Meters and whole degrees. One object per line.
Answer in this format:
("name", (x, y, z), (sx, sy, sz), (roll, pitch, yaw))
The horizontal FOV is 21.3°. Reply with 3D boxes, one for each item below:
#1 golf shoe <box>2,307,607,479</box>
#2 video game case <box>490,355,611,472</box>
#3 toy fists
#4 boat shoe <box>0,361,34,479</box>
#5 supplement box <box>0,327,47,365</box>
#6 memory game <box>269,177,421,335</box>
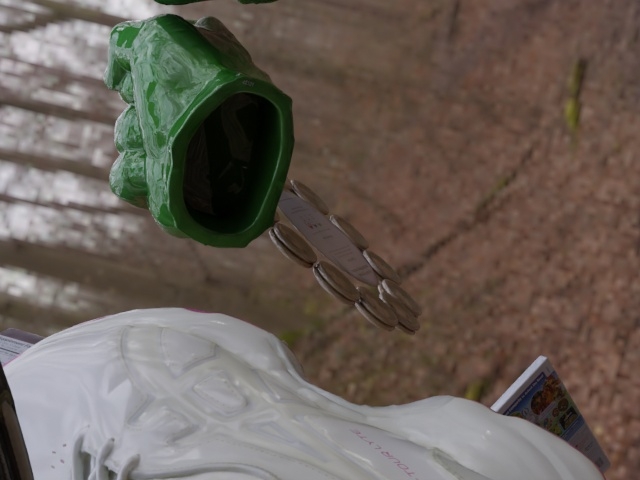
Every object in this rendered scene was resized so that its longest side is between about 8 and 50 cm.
("golf shoe", (-0.040, 0.103, 0.661), (0.140, 0.306, 0.115), (-25, -62, -51))
("video game case", (0.176, 0.164, 1.346), (0.087, 0.011, 0.122), (-43, -62, -20))
("toy fists", (-0.071, -0.137, 1.020), (0.142, 0.096, 0.279), (-133, 48, -63))
("boat shoe", (-0.190, 0.012, 0.583), (0.119, 0.121, 0.335), (-53, -56, -83))
("supplement box", (-0.252, 0.147, 1.161), (0.188, 0.081, 0.104), (-28, -63, -39))
("memory game", (0.000, 0.000, 1.175), (0.012, 0.186, 0.186), (-48, -5, 12))
